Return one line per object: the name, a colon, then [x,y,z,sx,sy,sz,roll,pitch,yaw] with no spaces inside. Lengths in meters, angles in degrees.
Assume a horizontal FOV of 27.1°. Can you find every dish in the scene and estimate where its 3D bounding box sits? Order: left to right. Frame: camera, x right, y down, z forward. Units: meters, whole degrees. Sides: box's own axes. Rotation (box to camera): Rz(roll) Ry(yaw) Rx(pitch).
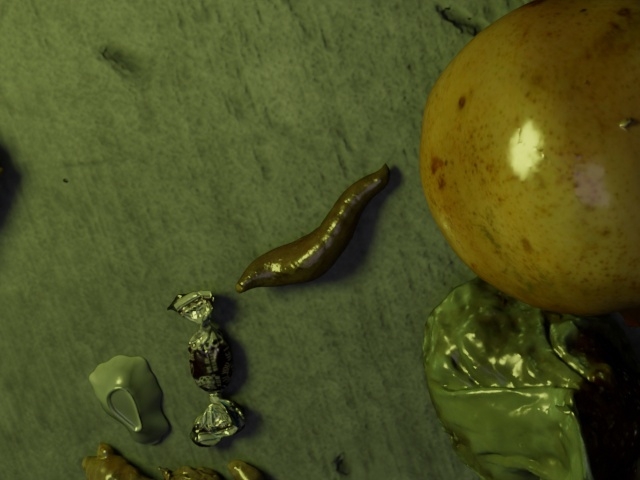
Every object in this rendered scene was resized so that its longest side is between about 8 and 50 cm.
dish: [-0.259,0.225,1.801,0.091,0.039,0.137,-23,103,15]

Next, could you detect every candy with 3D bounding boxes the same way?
candy: [-0.152,0.171,1.763,0.094,0.051,0.226,-1,109,11]

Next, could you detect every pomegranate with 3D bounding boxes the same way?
pomegranate: [0.317,-0.087,1.422,0.417,0.416,0.416,2,109,7]

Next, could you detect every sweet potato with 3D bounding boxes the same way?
sweet potato: [0.003,0.000,1.680,0.249,0.059,0.069,-38,88,14]

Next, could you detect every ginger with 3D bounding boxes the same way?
ginger: [-0.175,0.371,1.813,0.333,0.080,0.166,13,94,8]

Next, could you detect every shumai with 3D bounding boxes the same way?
shumai: [0.266,0.211,1.591,0.292,0.288,0.330,-36,102,19]

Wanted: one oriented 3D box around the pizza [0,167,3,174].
pizza: [-0.515,-0.121,1.699,0.182,0.074,0.365,-22,104,16]
